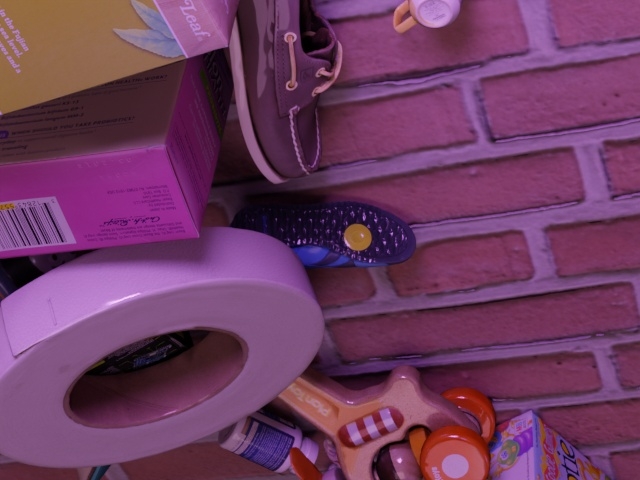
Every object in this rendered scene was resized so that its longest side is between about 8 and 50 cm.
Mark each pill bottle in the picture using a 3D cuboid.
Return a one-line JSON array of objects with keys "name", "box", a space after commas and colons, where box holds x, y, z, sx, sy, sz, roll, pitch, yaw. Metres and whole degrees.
[{"name": "pill bottle", "box": [-0.066, 0.258, 1.837, 0.120, 0.067, 0.067, 28, 131, -17]}]

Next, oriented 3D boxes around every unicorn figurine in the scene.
[{"name": "unicorn figurine", "box": [0.045, 0.288, 1.856, 0.111, 0.060, 0.162, 14, 131, -12]}]

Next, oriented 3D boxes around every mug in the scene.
[{"name": "mug", "box": [0.107, -0.228, 1.355, 0.062, 0.064, 0.078, 12, 134, -5]}]

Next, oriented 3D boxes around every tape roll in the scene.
[{"name": "tape roll", "box": [-0.186, 0.123, 1.542, 0.392, 0.072, 0.392, -17, 151, -10]}]

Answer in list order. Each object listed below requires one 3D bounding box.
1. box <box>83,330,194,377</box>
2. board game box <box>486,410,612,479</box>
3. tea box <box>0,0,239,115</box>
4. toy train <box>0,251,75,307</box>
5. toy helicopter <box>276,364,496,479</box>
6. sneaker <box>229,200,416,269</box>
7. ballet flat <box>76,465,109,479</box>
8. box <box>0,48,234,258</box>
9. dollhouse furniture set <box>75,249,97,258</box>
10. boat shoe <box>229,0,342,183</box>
[{"name": "box", "box": [-0.262, 0.131, 1.623, 0.190, 0.045, 0.184, -28, 155, 10]}, {"name": "board game box", "box": [0.301, 0.368, 1.841, 0.142, 0.144, 0.275, -32, 123, 31]}, {"name": "tea box", "box": [-0.234, -0.288, 1.160, 0.323, 0.329, 0.220, -14, 130, 18]}, {"name": "toy train", "box": [-0.420, 0.036, 1.597, 0.334, 0.142, 0.190, -30, 104, 29]}, {"name": "toy helicopter", "box": [0.029, 0.233, 1.750, 0.355, 0.140, 0.235, 34, 112, -3]}, {"name": "sneaker", "box": [0.000, 0.000, 1.595, 0.209, 0.069, 0.082, 3, 161, -4]}, {"name": "ballet flat", "box": [-0.273, 0.225, 1.837, 0.086, 0.086, 0.248, 24, 130, -15]}, {"name": "box", "box": [-0.214, -0.112, 1.383, 0.213, 0.243, 0.117, -6, 133, 12]}, {"name": "dollhouse furniture set", "box": [-0.233, 0.089, 1.659, 0.144, 0.123, 0.151, -16, 129, 21]}, {"name": "boat shoe", "box": [-0.033, -0.191, 1.377, 0.096, 0.116, 0.324, -2, 127, 13]}]
